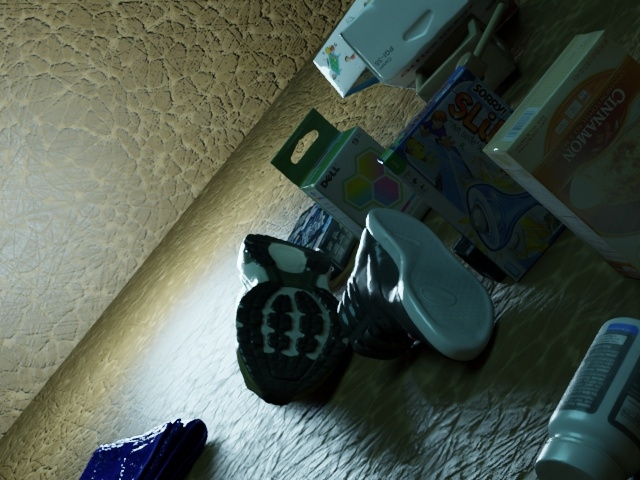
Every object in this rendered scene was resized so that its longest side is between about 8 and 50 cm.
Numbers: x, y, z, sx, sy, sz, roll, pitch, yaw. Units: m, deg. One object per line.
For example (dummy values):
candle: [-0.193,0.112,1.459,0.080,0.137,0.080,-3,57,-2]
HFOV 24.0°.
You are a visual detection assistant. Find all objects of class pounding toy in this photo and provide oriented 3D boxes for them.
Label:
pounding toy: [0.234,-0.254,2.198,0.181,0.094,0.206,-46,13,18]

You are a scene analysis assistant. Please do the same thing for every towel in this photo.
towel: [-0.304,0.374,2.234,0.308,0.076,0.227,-31,22,55]

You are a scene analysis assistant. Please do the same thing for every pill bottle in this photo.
pill bottle: [0.223,0.134,1.157,0.137,0.078,0.078,-55,14,-26]

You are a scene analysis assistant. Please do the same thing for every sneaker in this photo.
sneaker: [-0.052,0.143,2.035,0.410,0.158,0.182,-89,11,-68]
sneaker: [0.103,0.091,1.678,0.295,0.105,0.146,-120,43,-58]

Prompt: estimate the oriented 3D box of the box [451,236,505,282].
box: [0.199,-0.003,1.690,0.083,0.052,0.062,-51,13,-3]

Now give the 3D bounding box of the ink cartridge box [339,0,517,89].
ink cartridge box: [0.177,-0.350,2.387,0.207,0.117,0.283,-45,-12,16]

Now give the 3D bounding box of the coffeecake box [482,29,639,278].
coffeecake box: [0.267,-0.076,1.371,0.142,0.185,0.068,-51,13,-5]

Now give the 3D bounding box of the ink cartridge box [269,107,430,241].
ink cartridge box: [0.047,-0.084,2.072,0.109,0.209,0.062,-53,13,-17]

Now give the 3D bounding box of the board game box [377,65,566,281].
board game box: [0.180,-0.071,1.613,0.136,0.201,0.035,-50,13,2]

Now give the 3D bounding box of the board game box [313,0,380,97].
board game box: [0.149,-0.405,2.626,0.224,0.097,0.303,-29,-15,-41]

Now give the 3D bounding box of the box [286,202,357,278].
box: [0.000,0.000,2.348,0.175,0.051,0.220,-38,17,42]
